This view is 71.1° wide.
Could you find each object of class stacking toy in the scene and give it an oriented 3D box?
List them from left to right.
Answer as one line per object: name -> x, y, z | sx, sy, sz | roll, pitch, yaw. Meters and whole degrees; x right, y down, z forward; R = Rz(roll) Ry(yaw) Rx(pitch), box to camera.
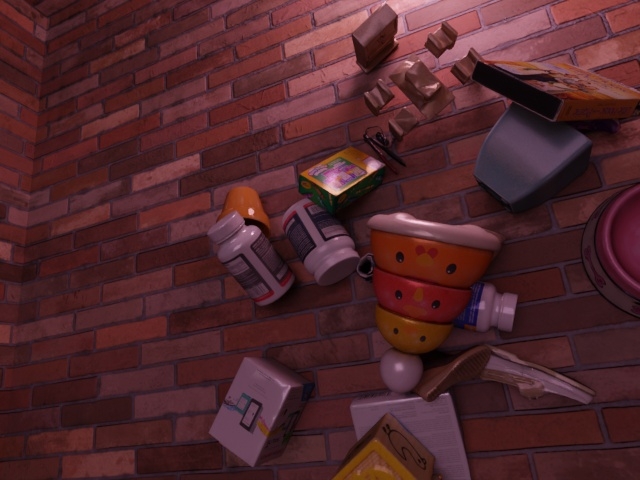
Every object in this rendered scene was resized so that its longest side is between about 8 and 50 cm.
stacking toy -> 0.264, 0.180, 1.203 | 0.351, 0.351, 0.479 | 11, 93, 25

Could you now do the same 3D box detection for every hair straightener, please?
hair straightener -> 0.240, -0.345, 1.644 | 0.089, 0.047, 0.230 | -41, 60, 7

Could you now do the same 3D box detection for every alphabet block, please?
alphabet block -> 0.175, 0.629, 1.222 | 0.192, 0.197, 0.193 | 41, 102, 13

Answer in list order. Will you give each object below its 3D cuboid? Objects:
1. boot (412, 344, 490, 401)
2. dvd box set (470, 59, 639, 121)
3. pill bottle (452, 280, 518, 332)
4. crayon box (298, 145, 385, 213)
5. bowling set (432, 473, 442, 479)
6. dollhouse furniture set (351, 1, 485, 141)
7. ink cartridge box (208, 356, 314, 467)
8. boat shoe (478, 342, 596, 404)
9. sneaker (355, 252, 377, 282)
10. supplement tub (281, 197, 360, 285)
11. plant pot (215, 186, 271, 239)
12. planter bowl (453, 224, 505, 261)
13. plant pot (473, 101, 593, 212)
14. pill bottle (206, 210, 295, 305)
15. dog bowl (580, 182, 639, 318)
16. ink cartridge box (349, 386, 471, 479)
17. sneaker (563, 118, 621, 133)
boot -> 0.350, 0.347, 1.331 | 0.248, 0.090, 0.207 | -33, 24, -4
dvd box set -> 0.684, -0.429, 1.267 | 0.307, 0.420, 0.062 | 53, 142, 42
pill bottle -> 0.437, 0.190, 1.341 | 0.272, 0.152, 0.152 | 10, 80, 26
crayon box -> 0.077, -0.217, 1.564 | 0.165, 0.081, 0.278 | 35, 50, 27
bowling set -> 0.303, 0.798, 1.236 | 0.287, 0.200, 0.154 | -45, 36, 12
dollhouse furniture set -> 0.307, -0.610, 1.629 | 0.362, 0.256, 0.394 | -42, 85, 8
ink cartridge box -> -0.189, 0.553, 1.479 | 0.197, 0.198, 0.270 | 24, 87, 26
boat shoe -> 0.588, 0.391, 1.250 | 0.302, 0.113, 0.103 | 18, 84, 37
sneaker -> 0.226, 0.094, 1.454 | 0.226, 0.163, 0.086 | -6, 71, 20
supplement tub -> 0.000, 0.000, 1.559 | 0.191, 0.191, 0.272 | -36, 65, 10
plant pot -> -0.297, -0.097, 1.724 | 0.205, 0.205, 0.188 | -20, 53, 17
planter bowl -> 0.471, 0.027, 1.384 | 0.162, 0.162, 0.109 | 18, 109, 26
plant pot -> 0.608, -0.228, 1.345 | 0.252, 0.247, 0.248 | -48, 63, 11
pill bottle -> -0.246, 0.060, 1.567 | 0.176, 0.176, 0.318 | -32, 108, 12
dog bowl -> 0.929, 0.012, 1.185 | 0.408, 0.150, 0.407 | -7, 73, 22
ink cartridge box -> 0.282, 0.646, 1.337 | 0.308, 0.091, 0.385 | -15, 87, 18
sneaker -> 0.795, -0.374, 1.389 | 0.236, 0.095, 0.104 | 38, 97, 33
